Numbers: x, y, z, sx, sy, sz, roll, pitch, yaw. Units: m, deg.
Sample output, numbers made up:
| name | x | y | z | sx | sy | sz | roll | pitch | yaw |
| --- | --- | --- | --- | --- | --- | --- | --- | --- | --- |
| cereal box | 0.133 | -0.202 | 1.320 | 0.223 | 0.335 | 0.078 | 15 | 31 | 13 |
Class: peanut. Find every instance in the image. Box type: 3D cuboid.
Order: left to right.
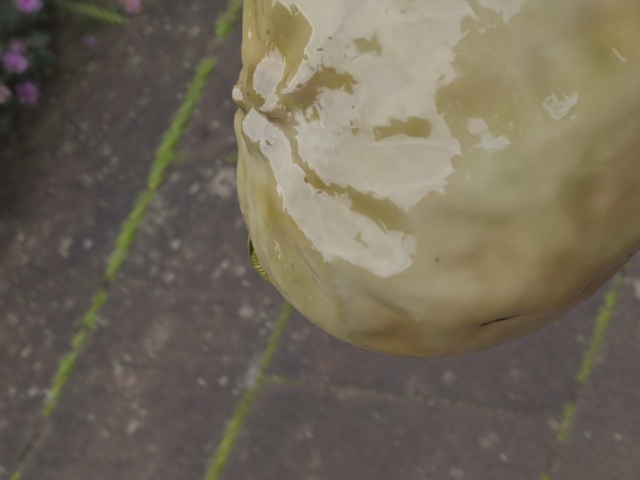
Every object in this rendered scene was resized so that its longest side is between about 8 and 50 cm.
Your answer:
| name | x | y | z | sx | sy | sz | roll | pitch | yaw |
| --- | --- | --- | --- | --- | --- | --- | --- | --- | --- |
| peanut | 0.086 | -0.137 | 0.611 | 0.387 | 0.192 | 0.169 | -62 | 19 | 16 |

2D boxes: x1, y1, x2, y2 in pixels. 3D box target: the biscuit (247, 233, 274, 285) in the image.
| name | x | y | z | sx | sy | sz | roll | pitch | yaw |
| --- | --- | --- | --- | --- | --- | --- | --- | --- | --- |
| biscuit | 0.000 | 0.000 | 1.047 | 0.084 | 0.084 | 0.023 | -22 | 39 | 25 |
